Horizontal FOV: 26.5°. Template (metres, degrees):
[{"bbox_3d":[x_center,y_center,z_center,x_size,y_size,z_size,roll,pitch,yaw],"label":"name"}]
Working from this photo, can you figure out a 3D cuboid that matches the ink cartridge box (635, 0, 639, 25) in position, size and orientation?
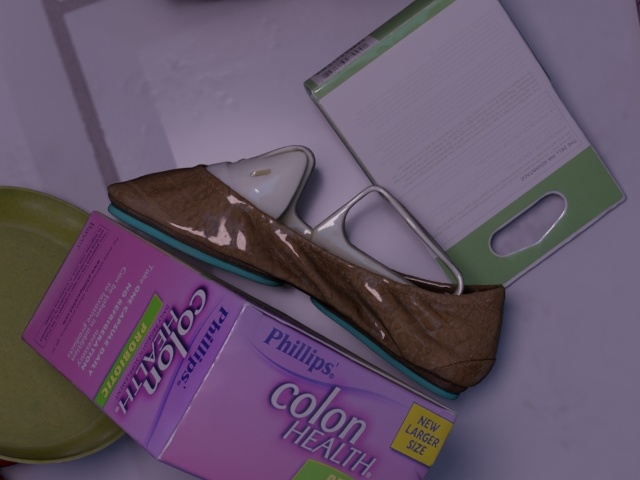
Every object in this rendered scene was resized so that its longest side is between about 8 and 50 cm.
[{"bbox_3d":[0.420,-0.223,1.127,0.311,0.065,0.185,-9,85,1],"label":"ink cartridge box"}]

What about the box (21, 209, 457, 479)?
[{"bbox_3d":[-0.065,0.100,0.998,0.213,0.243,0.117,31,86,-37],"label":"box"}]

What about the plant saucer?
[{"bbox_3d":[-0.242,0.070,1.092,0.241,0.037,0.241,18,54,-26],"label":"plant saucer"}]

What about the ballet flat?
[{"bbox_3d":[0.000,0.000,1.098,0.342,0.116,0.124,29,98,3],"label":"ballet flat"}]

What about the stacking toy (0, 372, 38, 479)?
[{"bbox_3d":[-0.334,0.242,1.107,0.141,0.141,0.330,32,81,5],"label":"stacking toy"}]

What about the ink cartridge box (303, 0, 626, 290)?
[{"bbox_3d":[0.122,-0.084,1.136,0.171,0.056,0.235,-36,107,0],"label":"ink cartridge box"}]
